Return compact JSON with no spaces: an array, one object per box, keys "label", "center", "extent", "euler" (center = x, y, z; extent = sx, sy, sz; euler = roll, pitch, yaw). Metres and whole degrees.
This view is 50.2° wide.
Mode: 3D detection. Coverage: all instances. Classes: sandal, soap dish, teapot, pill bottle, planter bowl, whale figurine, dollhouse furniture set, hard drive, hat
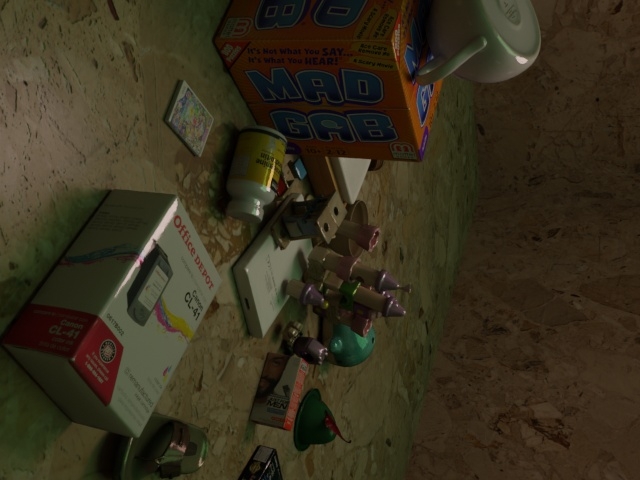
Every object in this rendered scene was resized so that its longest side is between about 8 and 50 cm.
[{"label":"sandal","center":[0.003,-0.001,1.800],"extent":[0.088,0.079,0.240],"euler":[-22,116,-65]},{"label":"soap dish","center":[0.036,-0.254,1.764],"extent":[0.291,0.118,0.229],"euler":[69,34,-48]},{"label":"teapot","center":[0.293,-0.406,1.336],"extent":[0.255,0.187,0.253],"euler":[7,69,-42]},{"label":"pill bottle","center":[-0.135,-0.134,1.396],"extent":[0.103,0.103,0.184],"euler":[43,56,-63]},{"label":"planter bowl","center":[0.058,-0.035,1.887],"extent":[0.162,0.109,0.162],"euler":[6,90,-67]},{"label":"whale figurine","center":[0.082,0.244,1.980],"extent":[0.216,0.141,0.272],"euler":[-56,145,-48]},{"label":"sandal","center":[-0.267,0.374,1.230],"extent":[0.302,0.086,0.120],"euler":[33,65,-66]},{"label":"dollhouse furniture set","center":[-0.051,-0.092,1.521],"extent":[0.184,0.129,0.129],"euler":[64,36,-27]},{"label":"hard drive","center":[-0.102,0.053,1.611],"extent":[0.308,0.040,0.203],"euler":[-58,146,-48]},{"label":"hat","center":[0.041,0.524,1.899],"extent":[0.208,0.183,0.173],"euler":[-52,143,-52]}]

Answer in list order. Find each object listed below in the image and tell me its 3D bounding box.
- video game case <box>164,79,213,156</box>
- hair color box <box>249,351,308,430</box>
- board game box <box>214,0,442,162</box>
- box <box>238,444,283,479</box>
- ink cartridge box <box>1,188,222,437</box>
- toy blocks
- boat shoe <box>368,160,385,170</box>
[{"label":"video game case","center":[-0.237,-0.221,1.244],"extent":[0.122,0.011,0.087],"euler":[54,47,-59]},{"label":"hair color box","center":[-0.098,0.360,1.634],"extent":[0.053,0.093,0.167],"euler":[56,44,-58]},{"label":"board game box","center":[0.054,-0.421,1.445],"extent":[0.356,0.356,0.357],"euler":[61,40,-55]},{"label":"box","center":[-0.146,0.636,1.645],"extent":[0.175,0.051,0.220],"euler":[-55,144,-50]},{"label":"ink cartridge box","center":[-0.295,0.104,1.035],"extent":[0.226,0.131,0.306],"euler":[72,34,-45]},{"label":"toy blocks","center":[0.089,0.157,1.699],"extent":[0.309,0.260,0.289],"euler":[-54,156,-33]},{"label":"boat shoe","center":[0.110,-0.333,1.958],"extent":[0.104,0.110,0.308],"euler":[-46,127,-51]}]
